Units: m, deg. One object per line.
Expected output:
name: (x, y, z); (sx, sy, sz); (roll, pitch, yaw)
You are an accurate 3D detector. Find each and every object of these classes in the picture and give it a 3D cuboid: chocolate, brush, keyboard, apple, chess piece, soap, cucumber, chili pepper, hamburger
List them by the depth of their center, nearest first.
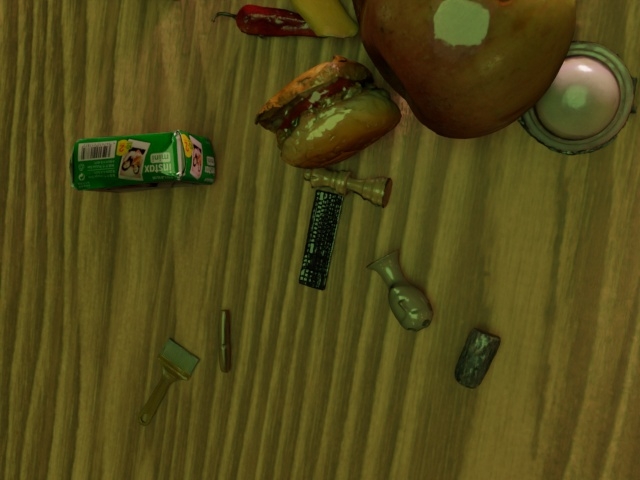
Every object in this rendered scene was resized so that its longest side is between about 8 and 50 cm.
apple: (0.239, -0.349, 1.303); (0.305, 0.338, 0.338); (-40, 84, 4)
chocolate: (0.435, -0.251, 1.387); (0.221, 0.147, 0.222); (2, 95, 19)
hamburger: (0.013, -0.224, 1.464); (0.244, 0.244, 0.163); (-32, 90, 16)
cucumber: (0.294, 0.222, 1.514); (0.064, 0.064, 0.112); (22, 101, 12)
soap: (0.002, -0.435, 1.522); (0.089, 0.033, 0.169); (-27, 75, -12)
chess piece: (0.049, -0.110, 1.554); (0.171, 0.060, 0.060); (14, 99, 16)
chili pepper: (-0.087, -0.422, 1.562); (0.267, 0.050, 0.059); (12, 83, 13)
keyboard: (0.000, 0.000, 1.596); (0.060, 0.018, 0.196); (13, 98, 16)
brush: (-0.337, 0.313, 1.723); (0.083, 0.011, 0.205); (33, 104, 9)

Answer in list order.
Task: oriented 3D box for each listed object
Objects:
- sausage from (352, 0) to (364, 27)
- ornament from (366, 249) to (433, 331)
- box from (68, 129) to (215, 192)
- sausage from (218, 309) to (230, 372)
sausage: (0.106, -0.454, 1.486); (0.102, 0.076, 0.302); (-8, 98, 30)
ornament: (0.155, 0.101, 1.533); (0.074, 0.081, 0.156); (-31, 83, 19)
box: (-0.347, -0.153, 1.593); (0.249, 0.180, 0.103); (-2, 91, 17)
sausage: (-0.199, 0.209, 1.667); (0.024, 0.024, 0.133); (1, 95, 15)
